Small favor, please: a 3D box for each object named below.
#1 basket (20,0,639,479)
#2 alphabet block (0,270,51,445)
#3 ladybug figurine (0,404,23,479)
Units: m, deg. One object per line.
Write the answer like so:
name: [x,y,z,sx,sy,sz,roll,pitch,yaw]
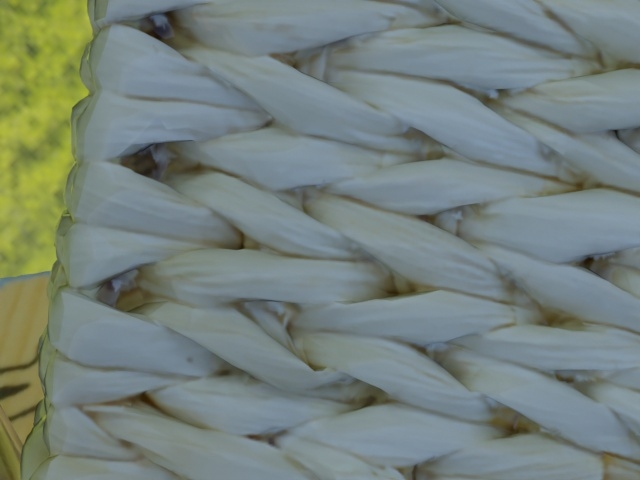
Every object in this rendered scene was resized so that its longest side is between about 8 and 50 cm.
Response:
basket: [0.082,-0.012,0.522,0.328,0.331,0.267,-149,-109,-82]
alphabet block: [-0.172,0.153,1.115,0.193,0.197,0.192,-10,141,12]
ladybug figurine: [-0.187,0.188,0.726,0.161,0.449,0.305,-12,126,-23]
